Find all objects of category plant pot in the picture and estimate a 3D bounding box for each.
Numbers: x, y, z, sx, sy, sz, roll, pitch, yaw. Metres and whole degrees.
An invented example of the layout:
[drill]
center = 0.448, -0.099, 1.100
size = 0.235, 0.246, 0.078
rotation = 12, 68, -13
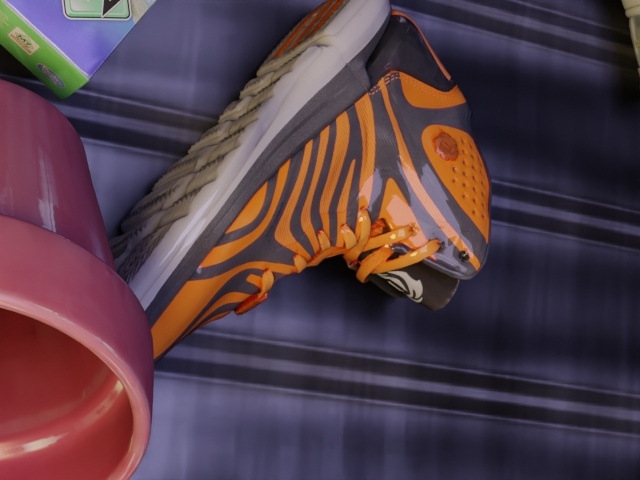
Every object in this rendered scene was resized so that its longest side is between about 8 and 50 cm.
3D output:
[plant pot]
center = -0.185, 0.022, 0.837
size = 0.201, 0.201, 0.180
rotation = 21, 41, -26

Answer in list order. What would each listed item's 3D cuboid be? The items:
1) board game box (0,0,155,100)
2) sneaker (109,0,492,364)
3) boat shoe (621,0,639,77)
[board game box]
center = -0.191, -0.261, 0.919
size = 0.317, 0.046, 0.213
rotation = 43, 61, -16
[sneaker]
center = 0.000, 0.000, 0.995
size = 0.180, 0.124, 0.321
rotation = 47, 62, -15
[boat shoe]
center = 0.367, -0.165, 1.251
size = 0.320, 0.118, 0.103
rotation = -7, 92, -27
